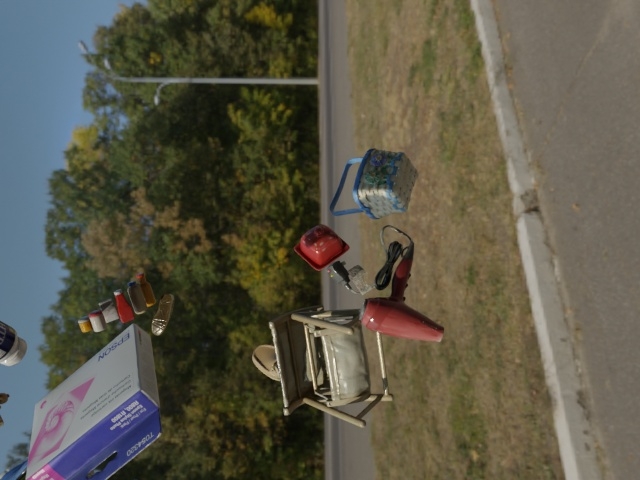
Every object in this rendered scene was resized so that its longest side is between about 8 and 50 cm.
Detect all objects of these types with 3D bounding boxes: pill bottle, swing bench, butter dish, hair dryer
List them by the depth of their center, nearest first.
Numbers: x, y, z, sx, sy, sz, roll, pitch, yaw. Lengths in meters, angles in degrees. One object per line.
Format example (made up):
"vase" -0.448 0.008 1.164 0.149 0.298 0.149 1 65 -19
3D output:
"hair dryer" 0.175 0.113 1.438 0.293 0.224 0.080 55 166 14
"swing bench" 0.025 0.307 1.606 0.165 0.255 0.253 -23 -72 -54
"pill bottle" -0.898 0.272 1.727 0.186 0.112 0.112 59 -155 -54
"butter dish" 0.000 0.000 2.285 0.160 0.160 0.118 41 155 34

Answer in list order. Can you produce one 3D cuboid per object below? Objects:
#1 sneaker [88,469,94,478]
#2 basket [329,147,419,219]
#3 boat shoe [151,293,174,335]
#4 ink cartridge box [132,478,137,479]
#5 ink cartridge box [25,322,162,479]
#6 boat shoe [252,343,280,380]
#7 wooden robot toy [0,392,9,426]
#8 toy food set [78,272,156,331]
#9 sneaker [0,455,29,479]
"sneaker" -0.820 0.809 2.073 0.102 0.161 0.282 -11 -75 -64
"basket" 0.184 -0.205 2.254 0.201 0.289 0.254 43 -126 -39
"boat shoe" -0.485 0.230 1.971 0.045 0.050 0.135 -12 -56 -78
"ink cartridge box" -0.409 0.596 1.393 0.122 0.052 0.088 8 100 58
"ink cartridge box" -0.499 0.386 1.386 0.071 0.324 0.330 48 -175 -32
"boat shoe" -0.108 0.432 2.186 0.121 0.341 0.110 -62 -33 -17
"wooden robot toy" -1.017 0.503 1.990 0.173 0.079 0.076 40 135 35
"toy food set" -0.611 0.187 1.891 0.111 0.232 0.104 15 123 63
"sneaker" -0.644 0.538 1.553 0.130 0.330 0.147 50 157 -23
